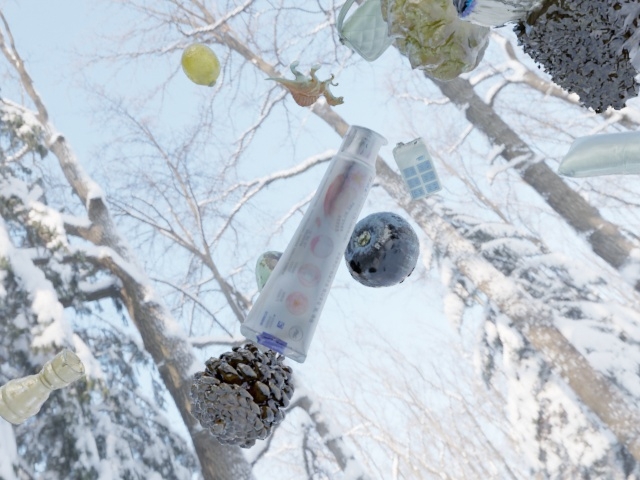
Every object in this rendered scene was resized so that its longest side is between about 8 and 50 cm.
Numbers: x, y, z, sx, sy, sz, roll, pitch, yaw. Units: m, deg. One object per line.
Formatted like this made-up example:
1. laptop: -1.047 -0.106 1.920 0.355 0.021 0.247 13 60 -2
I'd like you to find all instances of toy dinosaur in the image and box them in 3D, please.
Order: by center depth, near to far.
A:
1. toy dinosaur: -0.042 -0.408 1.524 0.212 0.057 0.142 -11 -41 -6

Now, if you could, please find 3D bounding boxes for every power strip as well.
1. power strip: 0.234 -0.170 1.369 0.082 0.035 0.192 -19 -40 14

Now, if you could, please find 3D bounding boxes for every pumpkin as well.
1. pumpkin: 0.171 0.028 1.634 0.163 0.233 0.233 29 -70 -38

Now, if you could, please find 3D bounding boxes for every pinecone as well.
1. pinecone: -0.174 0.366 1.348 0.257 0.243 0.243 1 -49 -53

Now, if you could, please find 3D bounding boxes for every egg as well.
1. egg: -0.102 0.127 1.676 0.169 0.231 0.169 -38 -17 -14

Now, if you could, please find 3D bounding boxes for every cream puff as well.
1. cream puff: 0.232 -0.443 1.132 0.244 0.196 0.244 -28 -56 -53

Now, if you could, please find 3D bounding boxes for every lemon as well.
1. lemon: -0.195 -0.286 0.934 0.062 0.083 0.062 -31 -9 -6

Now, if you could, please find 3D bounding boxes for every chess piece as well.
1. chess piece: -0.420 0.219 0.863 0.122 0.066 0.066 -33 -39 -1

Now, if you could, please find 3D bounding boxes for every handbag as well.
1. handbag: 0.147 -0.566 1.379 0.256 0.079 0.219 -45 -24 18

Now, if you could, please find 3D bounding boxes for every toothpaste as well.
1. toothpaste: 0.000 0.000 0.774 0.066 0.100 0.323 51 -116 -82

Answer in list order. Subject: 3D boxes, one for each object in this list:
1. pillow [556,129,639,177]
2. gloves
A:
1. pillow: 0.556 -0.149 0.990 0.144 0.254 0.078 -33 -62 -49
2. gloves: 0.296 -0.261 0.620 0.313 0.135 0.210 9 -61 -26
